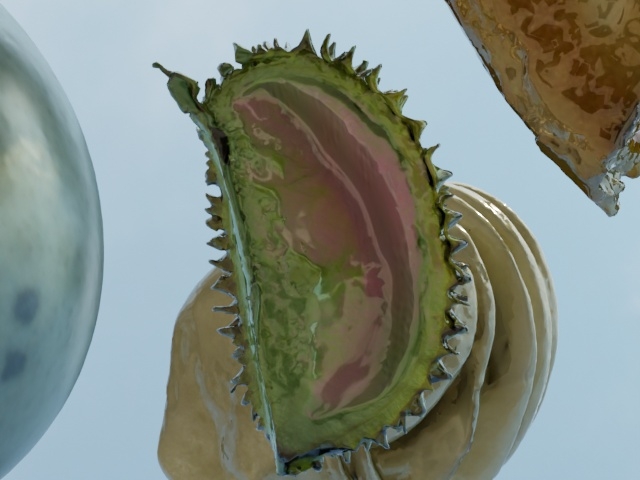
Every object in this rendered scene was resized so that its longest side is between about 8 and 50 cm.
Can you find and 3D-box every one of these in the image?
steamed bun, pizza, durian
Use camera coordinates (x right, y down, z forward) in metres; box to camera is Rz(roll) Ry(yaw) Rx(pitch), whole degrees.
[{"bbox_3d":[0.054,0.094,1.402,0.203,0.289,0.276,23,-72,47],"label":"steamed bun"},{"bbox_3d":[0.112,-0.196,0.806,0.182,0.074,0.365,-15,-92,18],"label":"pizza"},{"bbox_3d":[0.004,-0.001,0.977,0.137,0.095,0.220,-16,-93,3],"label":"durian"}]

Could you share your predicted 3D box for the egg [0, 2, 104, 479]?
[{"bbox_3d":[-0.151,-0.009,0.533,0.169,0.169,0.236,-45,-149,-5],"label":"egg"}]
